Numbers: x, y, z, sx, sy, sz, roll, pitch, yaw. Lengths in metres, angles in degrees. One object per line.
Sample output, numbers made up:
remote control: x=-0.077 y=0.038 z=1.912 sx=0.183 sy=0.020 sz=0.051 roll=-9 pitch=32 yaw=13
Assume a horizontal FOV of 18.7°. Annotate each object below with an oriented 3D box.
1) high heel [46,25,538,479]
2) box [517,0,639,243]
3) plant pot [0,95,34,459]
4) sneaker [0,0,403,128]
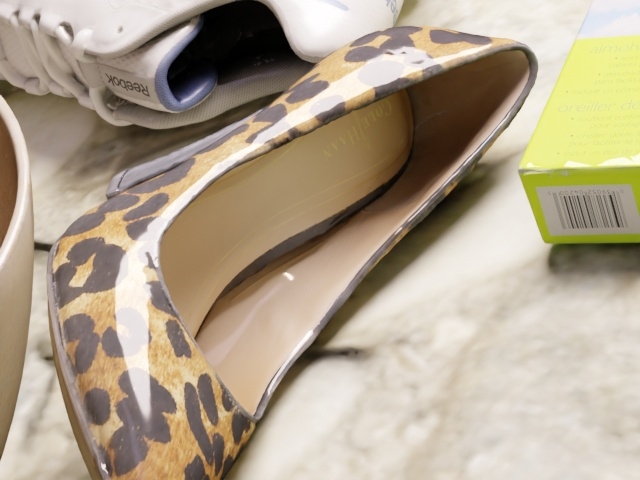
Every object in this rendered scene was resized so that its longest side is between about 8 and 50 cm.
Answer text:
high heel: x=0.000 y=0.000 z=0.714 sx=0.186 sy=0.093 sz=0.261 roll=-23 pitch=26 yaw=12
box: x=0.155 y=-0.071 z=0.769 sx=0.109 sy=0.042 sz=0.178 roll=0 pitch=41 yaw=27
plant pot: x=-0.227 y=0.070 z=0.648 sx=0.284 sy=0.191 sz=0.284 roll=-2 pitch=36 yaw=1
sneaker: x=-0.097 y=-0.113 z=0.916 sx=0.297 sy=0.111 sz=0.129 roll=-5 pitch=45 yaw=26
